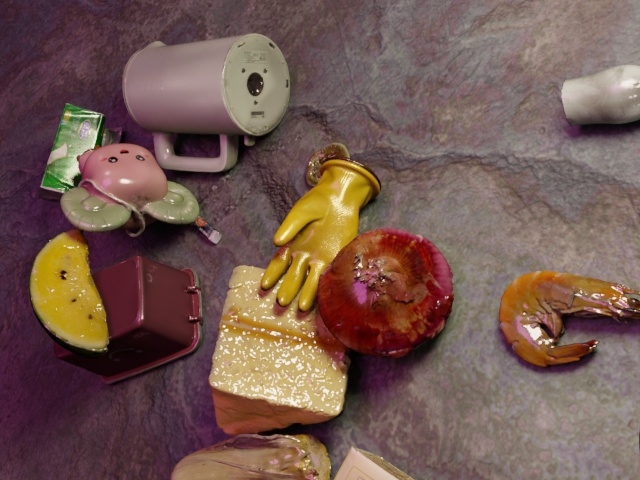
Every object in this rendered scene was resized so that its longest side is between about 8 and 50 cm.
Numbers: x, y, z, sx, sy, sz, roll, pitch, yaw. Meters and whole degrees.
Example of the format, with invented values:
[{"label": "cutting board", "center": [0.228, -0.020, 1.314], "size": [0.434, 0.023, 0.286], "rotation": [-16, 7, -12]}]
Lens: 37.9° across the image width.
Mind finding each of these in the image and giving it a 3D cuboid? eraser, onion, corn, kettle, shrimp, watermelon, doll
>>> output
[{"label": "eraser", "center": [-0.242, -0.025, 1.951], "size": [0.099, 0.019, 0.027], "rotation": [37, 93, 41]}, {"label": "onion", "center": [0.109, 0.077, 1.528], "size": [0.230, 0.163, 0.229], "rotation": [0, 66, -1]}, {"label": "corn", "center": [-0.122, 0.408, 1.608], "size": [0.305, 0.122, 0.123], "rotation": [-19, 52, 26]}, {"label": "kettle", "center": [-0.237, -0.299, 1.978], "size": [0.318, 0.265, 0.205], "rotation": [4, 42, 37]}, {"label": "shrimp", "center": [0.383, 0.116, 1.415], "size": [0.249, 0.068, 0.150], "rotation": [-8, 79, 39]}, {"label": "watermelon", "center": [-0.491, 0.112, 1.814], "size": [0.129, 0.123, 0.301], "rotation": [-24, 58, 0]}, {"label": "doll", "center": [-0.413, -0.084, 1.965], "size": [0.268, 0.284, 0.216], "rotation": [51, 139, 46]}]

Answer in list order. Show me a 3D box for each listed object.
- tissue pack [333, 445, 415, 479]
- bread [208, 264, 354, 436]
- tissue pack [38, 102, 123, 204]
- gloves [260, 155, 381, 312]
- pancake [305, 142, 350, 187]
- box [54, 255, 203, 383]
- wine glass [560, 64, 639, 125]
[{"label": "tissue pack", "center": [0.072, 0.465, 1.444], "size": [0.159, 0.125, 0.234], "rotation": [26, 86, 39]}, {"label": "bread", "center": [-0.055, 0.211, 1.647], "size": [0.236, 0.198, 0.263], "rotation": [5, 55, 6]}, {"label": "tissue pack", "center": [-0.556, -0.186, 2.181], "size": [0.148, 0.156, 0.209], "rotation": [153, 131, -69]}, {"label": "gloves", "center": [0.001, 0.000, 1.647], "size": [0.133, 0.116, 0.294], "rotation": [20, 63, 13]}, {"label": "pancake", "center": [0.014, -0.143, 1.818], "size": [0.108, 0.017, 0.108], "rotation": [-16, 58, 28]}, {"label": "box", "center": [-0.398, 0.156, 1.892], "size": [0.294, 0.167, 0.193], "rotation": [-23, 57, 26]}, {"label": "wine glass", "center": [0.487, -0.232, 1.465], "size": [0.202, 0.093, 0.092], "rotation": [-3, 69, 33]}]
